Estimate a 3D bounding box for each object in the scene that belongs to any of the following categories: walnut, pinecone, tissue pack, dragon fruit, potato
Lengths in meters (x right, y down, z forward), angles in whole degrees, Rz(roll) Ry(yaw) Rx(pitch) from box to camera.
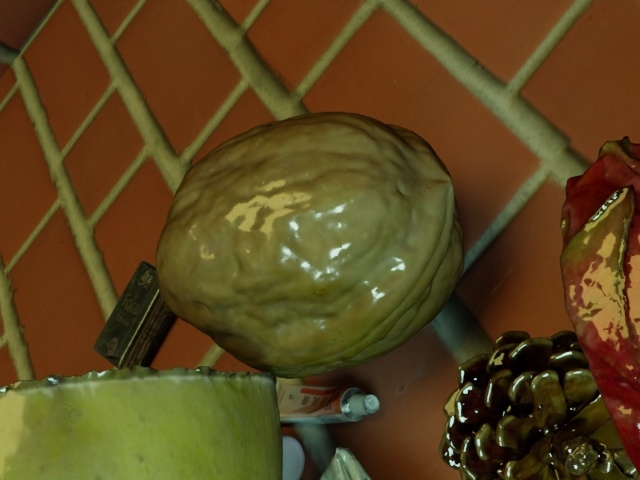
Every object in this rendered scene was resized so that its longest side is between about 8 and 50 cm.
[{"bbox_3d":[0.000,0.002,1.481,0.344,0.306,0.306,-28,43,29],"label":"walnut"},{"bbox_3d":[0.209,0.172,1.188,0.212,0.169,0.185,-177,101,-68],"label":"pinecone"},{"bbox_3d":[-0.266,0.114,1.972,0.156,0.051,0.112,-61,31,-4],"label":"tissue pack"},{"bbox_3d":[0.370,0.022,1.108,0.330,0.302,0.240,-26,-2,12],"label":"dragon fruit"},{"bbox_3d":[-0.228,0.303,1.363,0.386,0.442,0.319,-12,76,19],"label":"potato"}]

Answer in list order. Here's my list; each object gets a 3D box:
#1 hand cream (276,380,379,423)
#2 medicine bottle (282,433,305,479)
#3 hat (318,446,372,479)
[{"bbox_3d":[-0.002,0.191,1.580,0.052,0.038,0.216,-43,19,-31],"label":"hand cream"},{"bbox_3d":[-0.107,0.255,1.613,0.203,0.083,0.083,5,67,48],"label":"medicine bottle"},{"bbox_3d":[0.054,0.345,1.339,0.226,0.164,0.219,22,69,18],"label":"hat"}]
